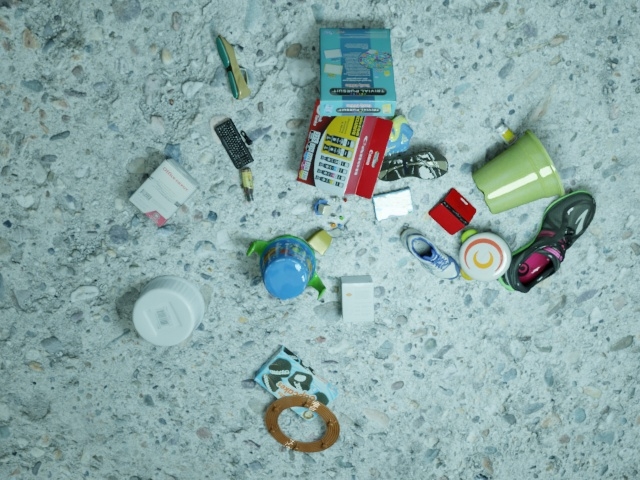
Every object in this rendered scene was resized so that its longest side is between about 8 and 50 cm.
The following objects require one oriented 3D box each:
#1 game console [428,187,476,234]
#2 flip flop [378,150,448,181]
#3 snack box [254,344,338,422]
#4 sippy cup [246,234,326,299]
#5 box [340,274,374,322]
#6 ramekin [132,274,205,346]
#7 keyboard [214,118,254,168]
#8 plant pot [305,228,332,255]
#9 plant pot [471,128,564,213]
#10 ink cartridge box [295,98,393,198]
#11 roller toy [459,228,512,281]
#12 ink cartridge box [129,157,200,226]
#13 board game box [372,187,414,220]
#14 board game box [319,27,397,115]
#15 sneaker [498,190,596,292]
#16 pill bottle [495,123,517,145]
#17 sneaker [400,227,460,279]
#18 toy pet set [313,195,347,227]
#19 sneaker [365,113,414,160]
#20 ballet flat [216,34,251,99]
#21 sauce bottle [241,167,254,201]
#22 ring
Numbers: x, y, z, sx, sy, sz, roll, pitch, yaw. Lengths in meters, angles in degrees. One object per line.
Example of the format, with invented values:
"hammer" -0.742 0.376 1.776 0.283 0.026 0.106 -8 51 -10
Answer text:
"game console" 0.530 -0.115 1.949 0.144 0.085 0.124 41 69 -11
"flip flop" 0.351 -0.286 1.875 0.277 0.080 0.112 -7 110 16
"snack box" -0.104 0.623 2.099 0.322 0.060 0.187 41 102 -11
"sippy cup" -0.131 0.118 1.887 0.305 0.224 0.240 -2 105 -1
"box" 0.151 0.238 1.991 0.130 0.091 0.171 -2 105 0
"ramekin" -0.620 0.292 1.967 0.277 0.135 0.277 0 104 -2
"keyboard" -0.320 -0.375 1.861 0.108 0.023 0.180 -27 104 5
"plant pot" 0.000 0.000 1.937 0.081 0.081 0.083 43 86 -11
"plant pot" 0.719 -0.231 1.816 0.253 0.276 0.276 -28 103 18
"ink cartridge box" 0.088 -0.328 1.776 0.271 0.130 0.310 20 104 20
"roller toy" 0.651 0.063 1.911 0.191 0.146 0.209 6 96 24
"ink cartridge box" -0.595 -0.188 1.868 0.218 0.092 0.158 -44 101 11
"board game box" 0.289 -0.143 1.930 0.154 0.026 0.104 -12 104 2
"board game box" 0.122 -0.589 1.689 0.253 0.079 0.336 0 65 -1
"sneaker" 0.910 0.025 1.895 0.185 0.202 0.483 34 101 -10
"pill bottle" 0.711 -0.407 1.862 0.043 0.043 0.083 -44 102 9
"sneaker" 0.443 0.073 1.936 0.296 0.131 0.112 35 99 -11
"toy pet set" 0.034 -0.119 1.927 0.114 0.065 0.122 -1 111 -37
"sneaker" 0.262 -0.355 1.843 0.126 0.091 0.240 37 101 -12
"ballet flat" -0.315 -0.636 1.780 0.073 0.080 0.232 -23 108 -24
"sauce bottle" -0.281 -0.216 1.893 0.042 0.042 0.128 -7 106 1
"ring" -0.082 0.812 2.116 0.336 0.032 0.337 5 117 10
